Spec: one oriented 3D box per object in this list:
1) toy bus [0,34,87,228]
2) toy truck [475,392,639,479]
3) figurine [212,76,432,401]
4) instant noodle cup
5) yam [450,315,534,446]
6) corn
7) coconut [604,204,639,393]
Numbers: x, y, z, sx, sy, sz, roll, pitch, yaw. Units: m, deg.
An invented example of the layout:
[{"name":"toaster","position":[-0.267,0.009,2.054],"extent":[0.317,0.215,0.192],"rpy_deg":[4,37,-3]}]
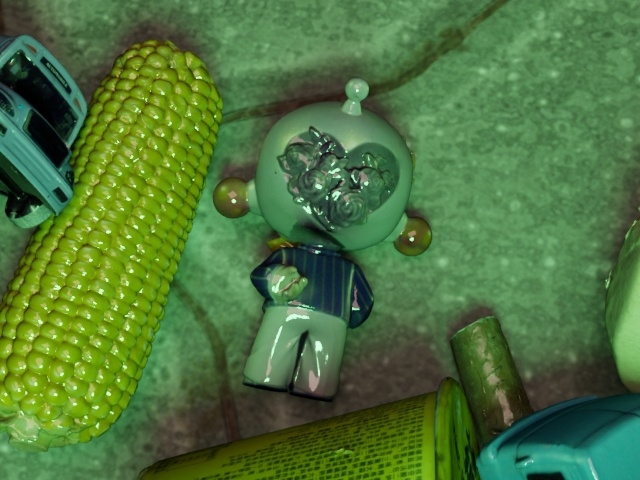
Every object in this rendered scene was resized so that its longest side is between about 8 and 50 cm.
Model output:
[{"name":"toy bus","position":[-0.309,-0.116,1.159],"extent":[0.292,0.125,0.133],"rpy_deg":[17,63,46]},{"name":"toy truck","position":[0.263,0.301,0.987],"extent":[0.161,0.162,0.385],"rpy_deg":[-17,81,-33]},{"name":"figurine","position":[-0.011,0.001,1.166],"extent":[0.194,0.133,0.274],"rpy_deg":[34,79,-1]},{"name":"instant noodle cup","position":[0.001,0.278,0.993],"extent":[0.254,0.325,0.325],"rpy_deg":[-8,72,10]},{"name":"yam","position":[0.155,0.137,1.150],"extent":[0.054,0.054,0.132],"rpy_deg":[-17,71,-2]},{"name":"corn","position":[-0.189,0.006,1.173],"extent":[0.144,0.144,0.387],"rpy_deg":[18,71,9]},{"name":"coconut","position":[0.369,0.067,1.043],"extent":[0.245,0.245,0.247],"rpy_deg":[-48,38,-11]}]
